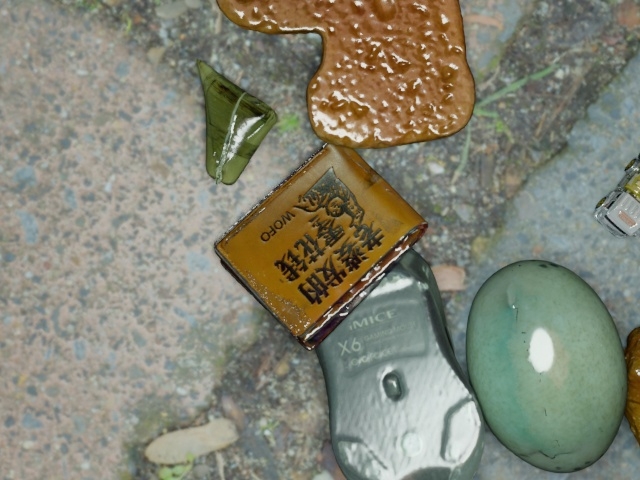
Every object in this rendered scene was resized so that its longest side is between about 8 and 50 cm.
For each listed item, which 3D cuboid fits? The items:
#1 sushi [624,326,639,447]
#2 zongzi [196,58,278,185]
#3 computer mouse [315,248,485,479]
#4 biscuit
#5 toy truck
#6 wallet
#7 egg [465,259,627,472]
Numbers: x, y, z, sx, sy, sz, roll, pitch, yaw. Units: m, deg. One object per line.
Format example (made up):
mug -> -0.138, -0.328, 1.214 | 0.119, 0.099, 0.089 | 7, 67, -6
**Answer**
sushi -> 0.431, 0.203, 1.480 | 0.149, 0.140, 0.287 | -24, 94, 32
zongzi -> -0.118, -0.127, 1.458 | 0.113, 0.052, 0.104 | 35, 93, 8
computer mouse -> 0.074, 0.116, 1.463 | 0.167, 0.090, 0.379 | -14, 77, 5
biscuit -> 0.027, -0.227, 1.466 | 0.262, 0.052, 0.277 | -14, 89, -5
toy truck -> 0.368, -0.061, 1.500 | 0.052, 0.063, 0.123 | 40, 86, -6
wallet -> 0.000, 0.000, 1.442 | 0.195, 0.042, 0.161 | -43, 68, -2
egg -> 0.244, 0.137, 1.436 | 0.169, 0.169, 0.236 | -15, 90, -6
